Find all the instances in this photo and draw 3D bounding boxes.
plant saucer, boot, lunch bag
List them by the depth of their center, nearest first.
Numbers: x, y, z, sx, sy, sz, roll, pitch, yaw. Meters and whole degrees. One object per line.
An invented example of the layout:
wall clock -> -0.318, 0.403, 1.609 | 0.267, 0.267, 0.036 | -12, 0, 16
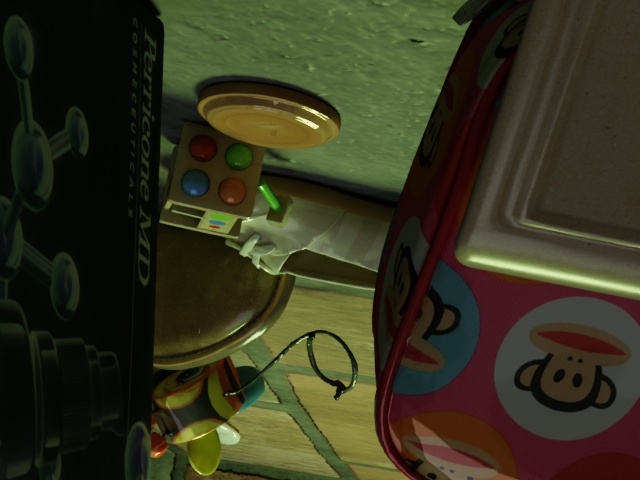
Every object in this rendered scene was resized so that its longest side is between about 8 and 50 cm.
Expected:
lunch bag -> 0.180, 0.004, 0.620 | 0.293, 0.258, 0.120 | 15, -153, -6
plant saucer -> -0.030, -0.070, 0.860 | 0.083, 0.013, 0.083 | 10, 166, 2
boot -> -0.155, 0.025, 1.145 | 0.305, 0.112, 0.115 | 1, 152, 40

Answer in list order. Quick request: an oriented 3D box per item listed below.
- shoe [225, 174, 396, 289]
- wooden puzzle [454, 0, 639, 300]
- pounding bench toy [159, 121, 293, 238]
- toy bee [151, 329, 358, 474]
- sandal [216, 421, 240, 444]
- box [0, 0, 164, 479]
shoe -> 0.000, 0.000, 1.014 | 0.219, 0.058, 0.076 | 11, 165, -4
wooden puzzle -> 0.178, -0.065, 0.494 | 0.221, 0.044, 0.239 | 11, 127, -4
pounding bench toy -> -0.053, -0.034, 0.932 | 0.083, 0.052, 0.065 | 13, 165, -10
toy bee -> -0.130, 0.125, 1.379 | 0.195, 0.162, 0.298 | 56, 148, -1
sandal -> -0.180, 0.142, 1.676 | 0.265, 0.076, 0.102 | 25, 162, 38
box -> -0.226, -0.020, 0.564 | 0.212, 0.293, 0.395 | -5, 163, 14
